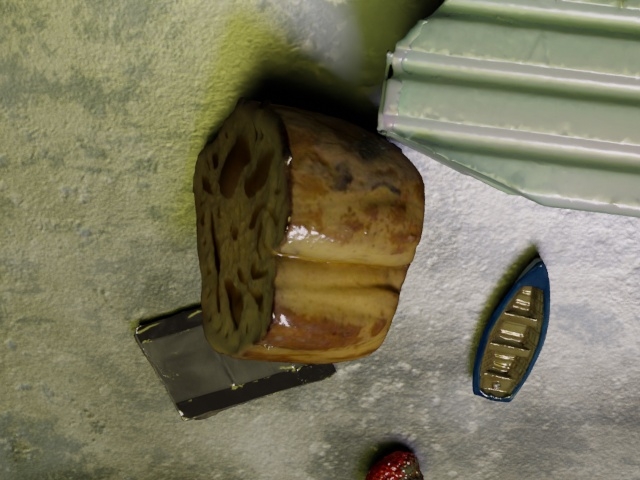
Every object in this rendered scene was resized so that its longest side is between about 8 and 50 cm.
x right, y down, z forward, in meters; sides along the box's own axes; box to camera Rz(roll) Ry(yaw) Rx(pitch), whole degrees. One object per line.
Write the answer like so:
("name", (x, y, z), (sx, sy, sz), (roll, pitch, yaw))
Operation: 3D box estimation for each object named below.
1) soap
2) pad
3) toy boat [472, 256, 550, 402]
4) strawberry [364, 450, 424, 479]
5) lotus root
("soap", (0.291, -0.166, 1.609), (0.446, 0.156, 0.261), (6, 98, 3))
("pad", (-0.117, 0.149, 1.981), (0.233, 0.022, 0.174), (-20, 117, 16))
("toy boat", (0.252, 0.111, 1.899), (0.080, 0.046, 0.229), (13, 123, -1))
("strawberry", (0.100, 0.338, 2.041), (0.096, 0.083, 0.083), (-34, 113, 24))
("lotus root", (0.000, 0.000, 1.698), (0.250, 0.316, 0.316), (8, 125, -18))
